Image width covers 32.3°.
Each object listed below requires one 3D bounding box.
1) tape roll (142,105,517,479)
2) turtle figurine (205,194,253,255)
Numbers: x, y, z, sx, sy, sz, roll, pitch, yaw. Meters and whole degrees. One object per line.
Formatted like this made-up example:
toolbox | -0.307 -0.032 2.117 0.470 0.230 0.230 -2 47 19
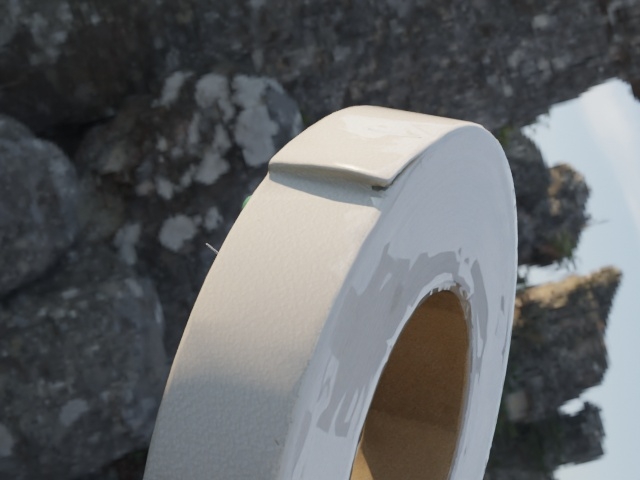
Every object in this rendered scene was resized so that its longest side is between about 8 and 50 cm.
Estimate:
tape roll | 0.025 0.115 0.647 0.392 0.072 0.392 -41 137 -54
turtle figurine | 0.000 0.000 1.154 0.175 0.234 0.118 -63 -159 2
